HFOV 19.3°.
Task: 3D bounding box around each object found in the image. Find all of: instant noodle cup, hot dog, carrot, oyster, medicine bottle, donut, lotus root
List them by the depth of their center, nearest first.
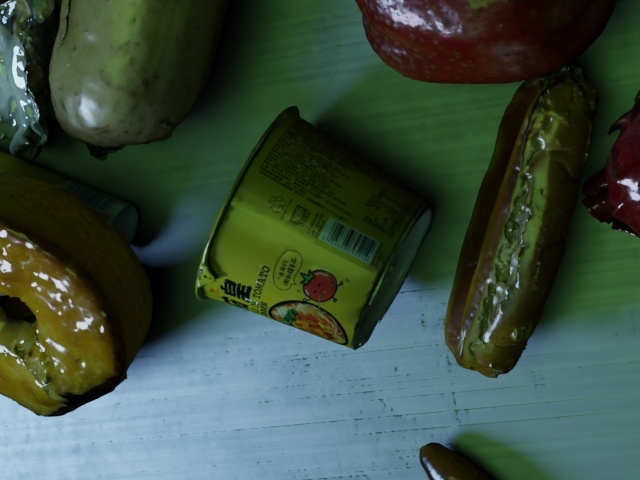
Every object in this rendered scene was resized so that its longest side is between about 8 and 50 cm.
[{"bbox_3d":[0.163,-0.015,1.524,0.072,0.115,0.269,15,107,-4],"label":"hot dog"},{"bbox_3d":[0.000,0.000,1.563,0.144,0.182,0.182,27,107,8],"label":"instant noodle cup"},{"bbox_3d":[-0.147,-0.206,1.595,0.146,0.160,0.284,6,104,-18],"label":"lotus root"},{"bbox_3d":[0.136,0.224,1.604,0.139,0.048,0.048,48,111,10],"label":"carrot"},{"bbox_3d":[-0.266,0.049,1.660,0.253,0.118,0.253,16,135,17],"label":"donut"},{"bbox_3d":[-0.259,-0.161,1.671,0.081,0.191,0.163,-15,83,-20],"label":"oyster"},{"bbox_3d":[-0.276,-0.042,1.718,0.218,0.074,0.074,22,105,17],"label":"medicine bottle"}]

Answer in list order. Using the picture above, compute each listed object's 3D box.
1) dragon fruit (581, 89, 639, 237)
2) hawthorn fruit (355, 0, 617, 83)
[{"bbox_3d":[0.284,-0.052,1.463,0.166,0.136,0.133,-29,115,35],"label":"dragon fruit"},{"bbox_3d":[0.145,-0.215,1.451,0.253,0.205,0.205,9,101,31],"label":"hawthorn fruit"}]
